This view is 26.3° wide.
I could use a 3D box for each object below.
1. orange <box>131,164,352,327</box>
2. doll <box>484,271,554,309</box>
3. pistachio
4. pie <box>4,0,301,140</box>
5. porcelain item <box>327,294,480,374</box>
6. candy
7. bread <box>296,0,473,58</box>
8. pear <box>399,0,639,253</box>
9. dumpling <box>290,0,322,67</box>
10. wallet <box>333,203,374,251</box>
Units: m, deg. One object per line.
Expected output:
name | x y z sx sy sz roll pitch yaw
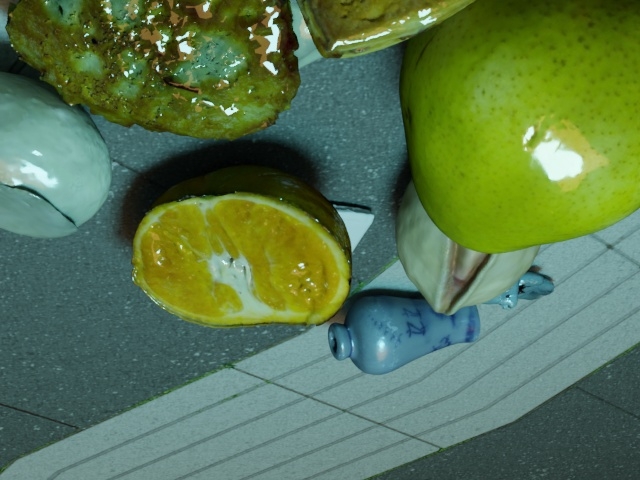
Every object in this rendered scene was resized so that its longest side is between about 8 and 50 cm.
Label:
orange | -0.103 0.013 1.979 0.274 0.274 0.310 24 176 -40
doll | 0.330 0.089 2.360 0.179 0.075 0.120 19 141 -36
pistachio | 0.220 -0.015 2.040 0.229 0.230 0.309 -3 153 -10
pie | -0.191 -0.248 1.629 0.354 0.103 0.288 20 132 -7
porcelain item | 0.143 0.155 2.363 0.259 0.141 0.141 -9 147 -16
candy | -0.399 -0.119 1.752 0.295 0.185 0.295 20 163 6
bread | 0.075 -0.333 1.572 0.235 0.210 0.099 -19 -176 3
pear | 0.273 -0.170 1.707 0.362 0.362 0.418 11 136 -29
dumpling | -0.035 -0.294 1.670 0.215 0.126 0.166 -22 120 42
wallet | 0.000 0.000 2.179 0.124 0.032 0.183 5 142 -22
